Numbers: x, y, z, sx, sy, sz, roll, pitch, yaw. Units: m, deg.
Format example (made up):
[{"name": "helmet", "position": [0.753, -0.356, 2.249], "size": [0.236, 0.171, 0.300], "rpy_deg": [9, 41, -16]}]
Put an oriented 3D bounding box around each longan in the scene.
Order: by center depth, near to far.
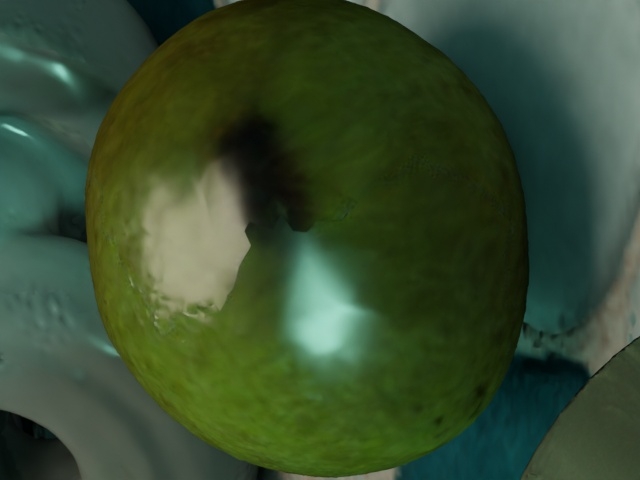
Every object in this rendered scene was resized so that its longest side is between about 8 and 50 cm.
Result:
[{"name": "longan", "position": [0.000, 0.000, 0.597], "size": [0.145, 0.176, 0.154], "rpy_deg": [4, 79, 22]}]

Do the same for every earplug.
[{"name": "earplug", "position": [-0.137, 0.025, 0.826], "size": [0.175, 0.214, 0.325], "rpy_deg": [-4, -93, -78]}]

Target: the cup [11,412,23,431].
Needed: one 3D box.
[{"name": "cup", "position": [-0.289, 0.139, 1.041], "size": [0.371, 0.253, 0.253], "rpy_deg": [-106, 25, -46]}]

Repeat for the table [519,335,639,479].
[{"name": "table", "position": [0.140, 0.102, 0.335], "size": [0.220, 0.126, 0.126], "rpy_deg": [34, 126, 56]}]
